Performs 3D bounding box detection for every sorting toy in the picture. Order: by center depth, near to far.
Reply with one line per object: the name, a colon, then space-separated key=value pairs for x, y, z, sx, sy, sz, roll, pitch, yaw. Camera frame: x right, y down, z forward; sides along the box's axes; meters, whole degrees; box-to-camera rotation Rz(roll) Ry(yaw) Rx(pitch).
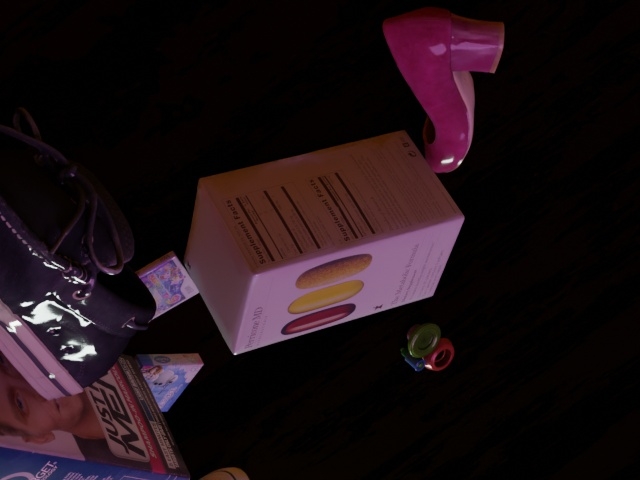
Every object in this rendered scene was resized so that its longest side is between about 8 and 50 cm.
sorting toy: x=0.135 y=0.139 z=1.898 sx=0.061 sy=0.042 sz=0.102 roll=-47 pitch=137 yaw=-4

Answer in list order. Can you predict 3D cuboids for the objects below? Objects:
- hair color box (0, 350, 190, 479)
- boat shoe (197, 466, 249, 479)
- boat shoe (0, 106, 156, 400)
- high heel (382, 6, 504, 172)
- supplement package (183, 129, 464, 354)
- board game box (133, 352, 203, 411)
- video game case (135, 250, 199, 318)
hair color box: x=-0.299 y=0.181 z=1.435 sx=0.105 sy=0.174 sz=0.347 roll=-42 pitch=148 yaw=17
boat shoe: x=-0.203 y=0.393 z=1.910 sx=0.267 sy=0.096 sz=0.088 roll=-37 pitch=154 yaw=25
boat shoe: x=-0.253 y=-0.014 z=1.201 sx=0.156 sy=0.187 sz=0.500 roll=-33 pitch=155 yaw=-8
high heel: x=0.103 y=-0.146 z=1.443 sx=0.117 sy=0.082 sz=0.244 roll=5 pitch=155 yaw=-5
supplement package: x=0.000 y=0.000 z=1.478 sx=0.244 sy=0.134 sz=0.139 roll=-16 pitch=145 yaw=-25
board game box: x=-0.194 y=0.166 z=1.656 sx=0.090 sy=0.020 sz=0.090 roll=2 pitch=136 yaw=-45
video game case: x=-0.194 y=0.063 z=1.517 sx=0.122 sy=0.011 sz=0.087 roll=-30 pitch=149 yaw=-3
